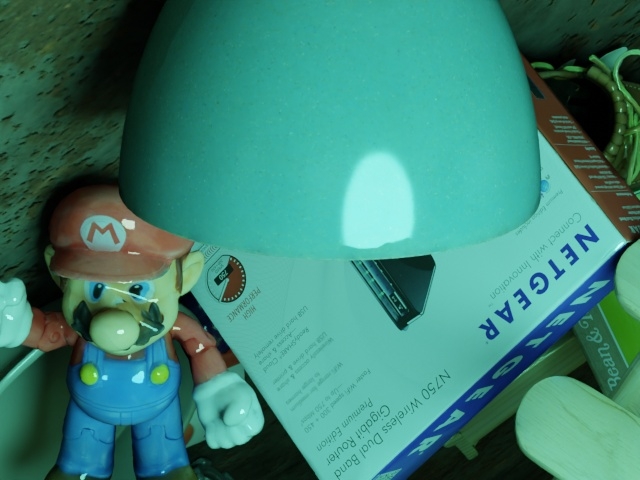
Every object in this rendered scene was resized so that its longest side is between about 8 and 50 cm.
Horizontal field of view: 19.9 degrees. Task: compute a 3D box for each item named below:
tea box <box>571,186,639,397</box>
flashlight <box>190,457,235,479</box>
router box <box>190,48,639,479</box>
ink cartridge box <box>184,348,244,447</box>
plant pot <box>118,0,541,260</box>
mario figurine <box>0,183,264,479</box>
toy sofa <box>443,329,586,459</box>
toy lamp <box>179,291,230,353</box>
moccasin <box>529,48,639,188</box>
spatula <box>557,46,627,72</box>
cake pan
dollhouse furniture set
[{"bbox_3d":[0.439,0.044,1.934,0.323,0.329,0.220,-21,-166,21],"label":"tea box"},{"bbox_3d":[-0.222,0.385,2.161,0.304,0.103,0.103,-41,160,12],"label":"flashlight"},{"bbox_3d":[0.058,-0.009,1.455,0.335,0.301,0.082,-47,157,26],"label":"router box"},{"bbox_3d":[-0.136,0.164,1.898,0.145,0.045,0.179,-20,157,-37],"label":"ink cartridge box"},{"bbox_3d":[0.008,-0.127,1.227,0.290,0.290,0.195,-17,116,-41],"label":"plant pot"},{"bbox_3d":[-0.164,0.103,1.446,0.198,0.170,0.321,-24,133,-32],"label":"mario figurine"},{"bbox_3d":[0.259,0.092,2.204,0.362,0.150,0.177,-37,155,3],"label":"toy sofa"},{"bbox_3d":[0.000,0.000,1.702,0.274,0.080,0.080,-37,159,5],"label":"toy lamp"},{"bbox_3d":[0.235,-0.108,1.698,0.147,0.139,0.380,0,175,42],"label":"moccasin"},{"bbox_3d":[0.207,-0.107,1.874,0.168,0.019,0.242,-22,155,-35],"label":"spatula"},{"bbox_3d":[-0.228,0.159,1.630,0.293,0.054,0.293,-34,146,-27],"label":"cake pan"},{"bbox_3d":[0.136,0.203,1.406,0.394,0.256,0.362,-52,167,-20],"label":"dollhouse furniture set"}]
